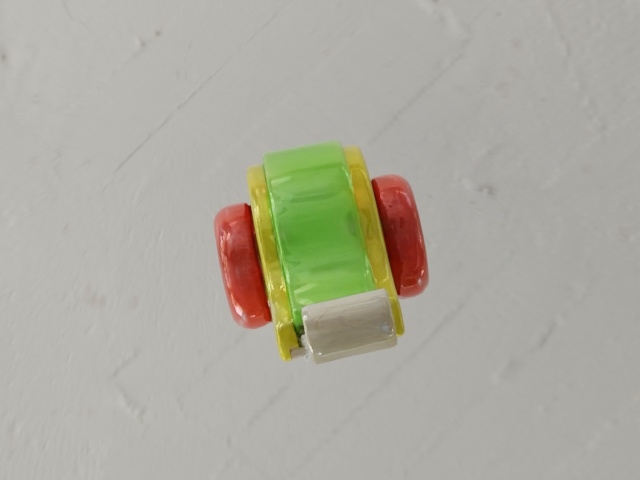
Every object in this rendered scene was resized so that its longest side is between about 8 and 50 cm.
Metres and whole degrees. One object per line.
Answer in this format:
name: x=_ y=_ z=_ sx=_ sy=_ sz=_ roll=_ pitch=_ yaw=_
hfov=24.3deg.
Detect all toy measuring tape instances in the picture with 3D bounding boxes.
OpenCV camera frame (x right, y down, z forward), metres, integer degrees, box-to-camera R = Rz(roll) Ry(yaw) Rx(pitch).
toy measuring tape: x=0.000 y=0.000 z=0.742 sx=0.121 sy=0.330 sz=0.121 roll=0 pitch=-93 yaw=0
